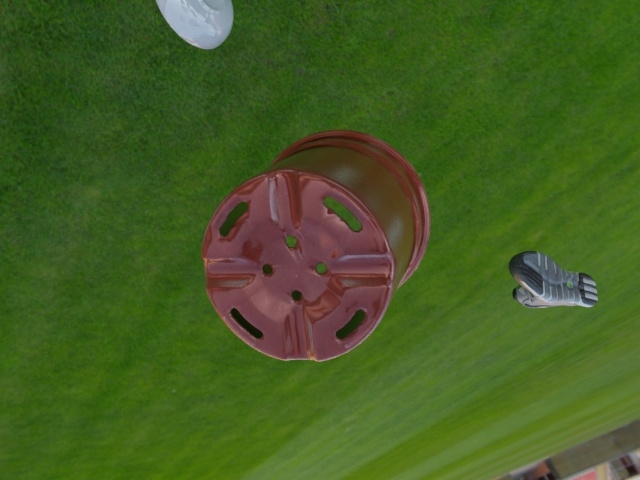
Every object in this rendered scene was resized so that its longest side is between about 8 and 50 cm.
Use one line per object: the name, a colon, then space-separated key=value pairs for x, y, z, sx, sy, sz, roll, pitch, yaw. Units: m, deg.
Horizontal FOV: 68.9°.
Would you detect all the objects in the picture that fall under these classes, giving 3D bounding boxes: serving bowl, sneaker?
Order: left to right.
serving bowl: x=-0.109 y=-0.220 z=0.423 sx=0.027 sy=0.084 sz=0.083 roll=-11 pitch=158 yaw=37
sneaker: x=0.408 y=0.091 z=0.896 sx=0.228 sy=0.086 sz=0.132 roll=20 pitch=156 yaw=-26

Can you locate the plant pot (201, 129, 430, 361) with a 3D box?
plant pot: x=0.000 y=0.000 z=0.584 sx=0.272 sy=0.273 sz=0.265 roll=-34 pitch=-177 yaw=18
